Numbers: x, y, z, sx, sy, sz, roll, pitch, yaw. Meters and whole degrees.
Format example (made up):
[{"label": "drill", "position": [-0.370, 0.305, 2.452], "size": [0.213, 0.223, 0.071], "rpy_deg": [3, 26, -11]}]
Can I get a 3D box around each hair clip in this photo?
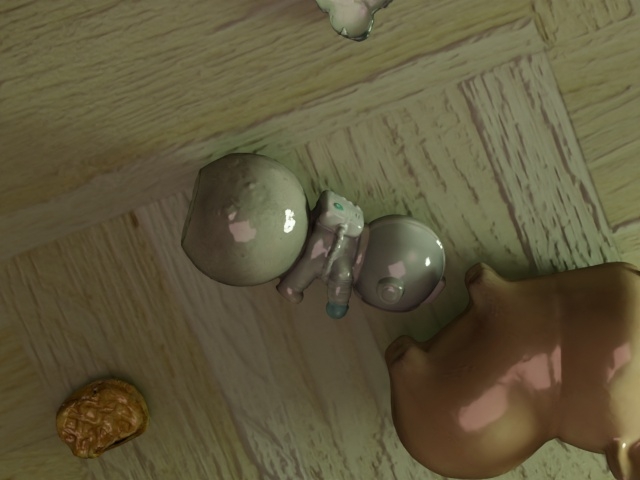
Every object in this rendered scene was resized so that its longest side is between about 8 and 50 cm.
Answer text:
[{"label": "hair clip", "position": [0.025, -0.298, 1.400], "size": [0.116, 0.049, 0.172], "rpy_deg": [-34, 107, 17]}]

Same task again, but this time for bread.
[{"label": "bread", "position": [-0.251, 0.203, 1.575], "size": [0.110, 0.044, 0.083], "rpy_deg": [-29, 104, 13]}]

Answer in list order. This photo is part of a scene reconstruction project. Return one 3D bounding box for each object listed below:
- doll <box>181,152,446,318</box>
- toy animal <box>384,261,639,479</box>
[{"label": "doll", "position": [0.000, 0.000, 1.454], "size": [0.287, 0.151, 0.151], "rpy_deg": [16, 108, -7]}, {"label": "toy animal", "position": [0.236, 0.143, 1.446], "size": [0.326, 0.237, 0.269], "rpy_deg": [-40, 98, 11]}]
